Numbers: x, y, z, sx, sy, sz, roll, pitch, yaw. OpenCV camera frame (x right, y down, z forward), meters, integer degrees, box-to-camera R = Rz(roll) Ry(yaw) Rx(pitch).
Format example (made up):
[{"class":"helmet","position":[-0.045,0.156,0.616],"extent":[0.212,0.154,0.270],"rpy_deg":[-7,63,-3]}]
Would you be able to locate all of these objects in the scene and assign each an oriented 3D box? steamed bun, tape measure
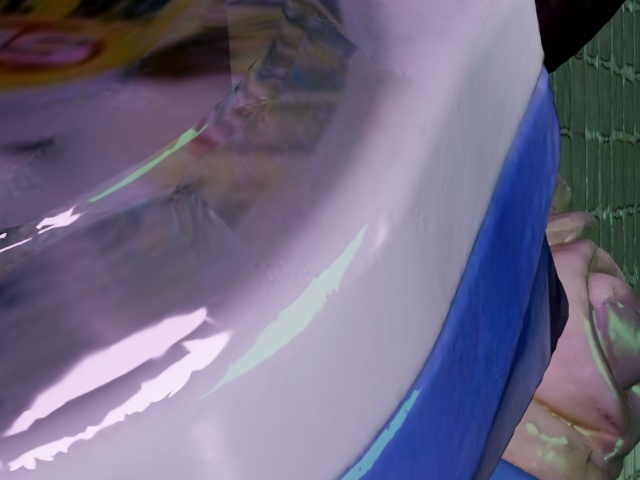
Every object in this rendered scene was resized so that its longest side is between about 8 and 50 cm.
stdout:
[{"class":"steamed bun","position":[0.102,0.061,1.078],"extent":[0.268,0.207,0.280],"rpy_deg":[68,27,-47]},{"class":"tape measure","position":[-0.088,0.006,0.448],"extent":[0.262,0.259,0.138],"rpy_deg":[-59,144,-49]}]

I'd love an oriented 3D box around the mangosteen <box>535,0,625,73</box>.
[{"class":"mangosteen","position":[0.011,-0.183,0.740],"extent":[0.287,0.233,0.288],"rpy_deg":[42,40,-48]}]

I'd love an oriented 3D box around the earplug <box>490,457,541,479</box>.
[{"class":"earplug","position":[-0.005,0.110,0.727],"extent":[0.132,0.273,0.132],"rpy_deg":[-53,-168,16]}]
